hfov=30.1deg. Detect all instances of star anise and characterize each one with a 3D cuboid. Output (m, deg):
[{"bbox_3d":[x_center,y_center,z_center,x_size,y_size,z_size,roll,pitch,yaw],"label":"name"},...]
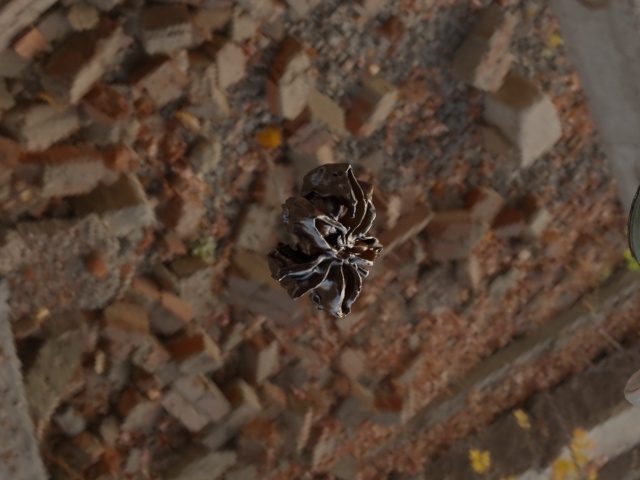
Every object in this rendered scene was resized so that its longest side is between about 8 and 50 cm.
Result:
[{"bbox_3d":[0.000,0.000,1.618,0.190,0.126,0.220,-50,146,-50],"label":"star anise"}]

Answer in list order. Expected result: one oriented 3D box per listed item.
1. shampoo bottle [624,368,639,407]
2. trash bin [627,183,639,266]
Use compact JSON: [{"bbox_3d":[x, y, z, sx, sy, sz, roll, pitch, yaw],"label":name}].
[{"bbox_3d":[0.528,0.237,1.611,0.051,0.221,0.108,-65,-178,-23],"label":"shampoo bottle"},{"bbox_3d":[0.529,0.006,1.391,0.277,0.262,0.217,11,107,-29],"label":"trash bin"}]
